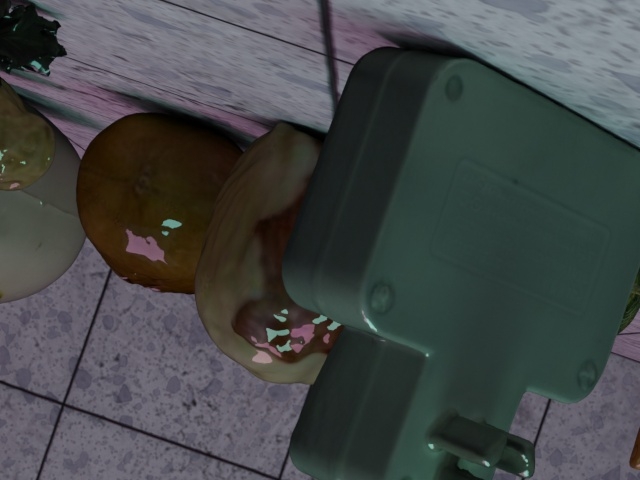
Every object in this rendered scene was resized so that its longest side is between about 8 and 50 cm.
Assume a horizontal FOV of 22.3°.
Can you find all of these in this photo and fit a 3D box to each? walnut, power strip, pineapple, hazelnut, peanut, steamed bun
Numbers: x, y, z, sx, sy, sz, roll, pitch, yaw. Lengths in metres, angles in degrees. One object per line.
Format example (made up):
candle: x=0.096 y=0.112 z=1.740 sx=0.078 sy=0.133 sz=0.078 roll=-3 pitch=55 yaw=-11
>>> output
walnut: x=-0.158 y=-0.032 z=1.801 sx=0.203 sy=0.203 sz=0.298 roll=18 pitch=169 yaw=20
power strip: x=0.093 y=0.041 z=0.968 sx=0.229 sy=0.261 sz=0.141 roll=22 pitch=177 yaw=-42
pineapple: x=-0.328 y=-0.174 z=1.343 sx=0.251 sy=0.125 sz=0.125 roll=7 pitch=172 yaw=22
hazelnut: x=0.000 y=0.000 z=1.535 sx=0.261 sy=0.261 sz=0.241 roll=15 pitch=143 yaw=51
peanut: x=-0.462 y=-0.155 z=1.901 sx=0.325 sy=0.153 sz=0.140 roll=26 pitch=-178 yaw=6
steamed bun: x=-0.493 y=-0.065 z=2.217 sx=0.334 sy=0.334 sz=0.374 roll=16 pitch=171 yaw=42

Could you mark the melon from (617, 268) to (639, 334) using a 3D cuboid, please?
melon: x=0.171 y=0.018 z=1.233 sx=0.192 sy=0.139 sz=0.139 roll=17 pitch=176 yaw=41

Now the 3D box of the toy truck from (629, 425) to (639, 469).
toy truck: x=0.421 y=0.183 z=1.639 sx=0.189 sy=0.239 sz=0.265 roll=19 pitch=176 yaw=-2
